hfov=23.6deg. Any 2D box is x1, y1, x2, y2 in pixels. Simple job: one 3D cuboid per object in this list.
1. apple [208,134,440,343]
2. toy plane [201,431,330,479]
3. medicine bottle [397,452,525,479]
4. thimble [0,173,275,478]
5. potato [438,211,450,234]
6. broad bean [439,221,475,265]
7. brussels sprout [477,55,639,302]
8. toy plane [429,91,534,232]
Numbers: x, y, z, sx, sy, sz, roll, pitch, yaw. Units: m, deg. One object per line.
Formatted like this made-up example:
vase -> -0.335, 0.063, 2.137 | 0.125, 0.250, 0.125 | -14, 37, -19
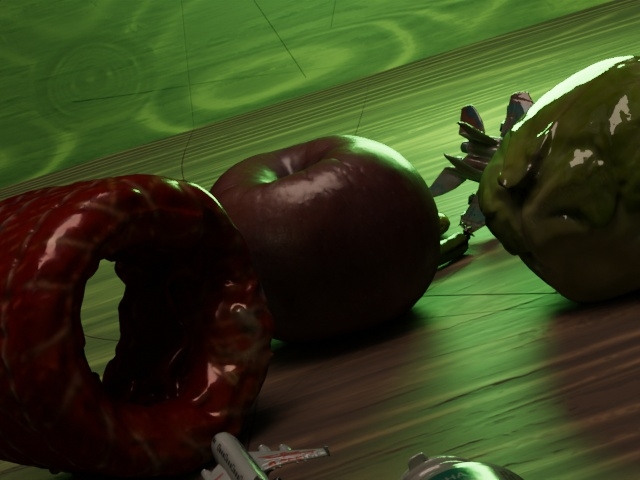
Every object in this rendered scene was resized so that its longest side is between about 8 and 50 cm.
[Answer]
apple -> 0.000, 0.000, 1.952 | 0.306, 0.235, 0.305 | -15, 20, 6
toy plane -> -0.074, 0.235, 1.524 | 0.162, 0.065, 0.171 | -21, 14, -15
medicine bottle -> 0.120, 0.242, 1.169 | 0.135, 0.135, 0.215 | -18, 16, -7
thimble -> -0.240, 0.098, 1.683 | 0.231, 0.350, 0.350 | -5, 19, 44
potato -> 0.156, -0.026, 2.251 | 0.051, 0.040, 0.083 | -31, 20, -30
broad bean -> 0.117, 0.030, 2.101 | 0.227, 0.039, 0.069 | -20, 22, -19
brussels sprout -> 0.354, -0.084, 1.864 | 0.328, 0.247, 0.328 | -44, 20, 20
toy plane -> 0.318, -0.090, 2.169 | 0.326, 0.222, 0.104 | 19, -10, 23
